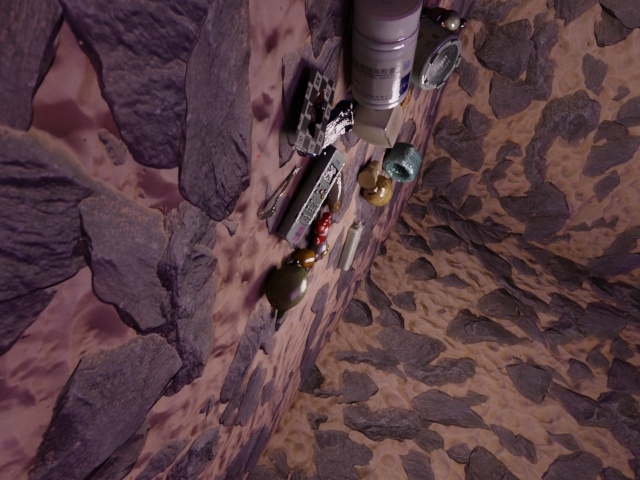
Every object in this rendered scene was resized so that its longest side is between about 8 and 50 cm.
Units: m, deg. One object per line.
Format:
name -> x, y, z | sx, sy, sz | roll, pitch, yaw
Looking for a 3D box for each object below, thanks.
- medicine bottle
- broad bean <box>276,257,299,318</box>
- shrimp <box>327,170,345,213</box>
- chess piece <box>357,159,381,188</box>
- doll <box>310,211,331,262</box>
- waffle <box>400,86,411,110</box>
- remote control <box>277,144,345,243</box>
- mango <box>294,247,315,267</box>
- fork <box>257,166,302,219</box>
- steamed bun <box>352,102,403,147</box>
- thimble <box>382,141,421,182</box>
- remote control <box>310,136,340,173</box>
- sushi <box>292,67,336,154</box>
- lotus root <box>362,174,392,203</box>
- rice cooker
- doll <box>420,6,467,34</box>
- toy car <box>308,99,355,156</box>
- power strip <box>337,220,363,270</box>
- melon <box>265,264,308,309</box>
medicine bottle -> 0.185, -0.572, 1.229 | 0.190, 0.189, 0.332 | -59, 163, -22
broad bean -> -0.122, 0.188, 1.631 | 0.077, 0.061, 0.339 | -34, 146, -48
shrimp -> 0.061, -0.227, 1.613 | 0.317, 0.062, 0.165 | 78, 22, -60
chess piece -> 0.243, -0.329, 2.016 | 0.171, 0.094, 0.094 | -59, 165, -49
doll -> 0.000, 0.000, 1.727 | 0.142, 0.076, 0.245 | -52, 156, -48
waffle -> 0.395, -0.673, 2.044 | 0.148, 0.042, 0.102 | -64, 166, -3
remote control -> -0.028, -0.147, 1.393 | 0.344, 0.050, 0.145 | -61, 163, 2
mango -> -0.061, 0.067, 1.613 | 0.061, 0.080, 0.114 | -55, 176, 23
fork -> -0.111, -0.139, 1.226 | 0.220, 0.028, 0.034 | -56, 159, -28
steamed bun -> 0.200, -0.445, 1.524 | 0.147, 0.164, 0.241 | -67, 162, 1
thimble -> 0.462, -0.439, 2.333 | 0.143, 0.198, 0.235 | -62, 171, -15
remote control -> 0.025, -0.310, 1.425 | 0.245, 0.022, 0.077 | -65, 163, 3
sushi -> -0.028, -0.347, 1.143 | 0.192, 0.040, 0.210 | -15, 120, -67
lotus root -> 0.308, -0.263, 2.212 | 0.160, 0.146, 0.284 | -48, 161, 14
rice cooker -> 0.410, -0.742, 1.648 | 0.241, 0.227, 0.281 | -2, 132, -55
doll -> 0.515, -0.914, 1.862 | 0.235, 0.174, 0.330 | -36, 165, 10
toy car -> 0.025, -0.348, 1.289 | 0.216, 0.063, 0.103 | -44, 154, -15
power strip -> 0.171, 0.029, 2.366 | 0.098, 0.058, 0.339 | -43, 154, -52
melon -> -0.120, 0.168, 1.466 | 0.192, 0.139, 0.139 | -51, 160, -36
